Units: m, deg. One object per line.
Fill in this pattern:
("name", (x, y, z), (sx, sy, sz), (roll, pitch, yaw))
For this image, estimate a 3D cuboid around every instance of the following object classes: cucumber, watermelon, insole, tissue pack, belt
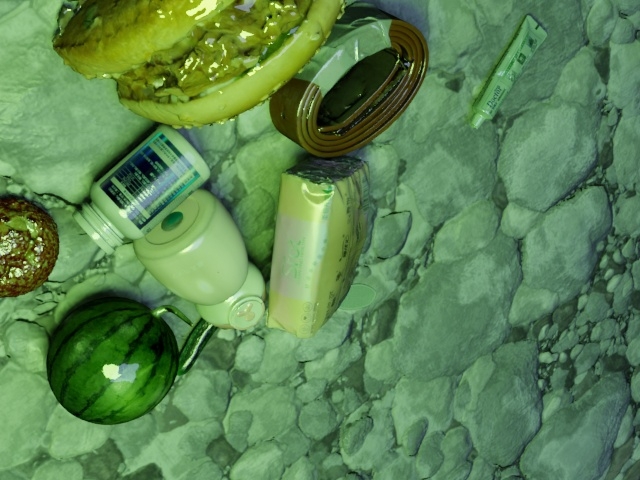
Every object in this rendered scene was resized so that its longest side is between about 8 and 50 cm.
("cucumber", (-0.183, 0.141, 1.667), (0.036, 0.033, 0.184), (36, 87, -19))
("watermelon", (-0.298, 0.166, 1.505), (0.188, 0.188, 0.214), (36, 92, -38))
("insole", (0.037, 0.097, 1.808), (0.153, 0.002, 0.053), (11, 105, -36))
("tissue pack", (0.000, 0.000, 1.614), (0.215, 0.123, 0.256), (-40, 138, -66))
("belt", (0.042, -0.251, 1.594), (0.261, 0.105, 0.184), (-44, 130, -5))

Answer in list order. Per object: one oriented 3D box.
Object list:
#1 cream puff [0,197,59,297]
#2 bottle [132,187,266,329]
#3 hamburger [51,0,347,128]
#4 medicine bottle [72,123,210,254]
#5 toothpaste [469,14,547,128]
("cream puff", (-0.430, 0.013, 1.416), (0.149, 0.084, 0.149), (-14, 117, -30))
("bottle", (-0.166, 0.045, 1.564), (0.147, 0.147, 0.236), (-42, 130, -10))
("hamburger", (-0.108, -0.321, 1.353), (0.445, 0.287, 0.268), (-47, 130, -1))
("medicine bottle", (-0.259, -0.072, 1.471), (0.191, 0.107, 0.107), (-43, 127, -6))
("toothpaste", (0.327, -0.291, 1.804), (0.064, 0.041, 0.218), (34, 87, -33))
